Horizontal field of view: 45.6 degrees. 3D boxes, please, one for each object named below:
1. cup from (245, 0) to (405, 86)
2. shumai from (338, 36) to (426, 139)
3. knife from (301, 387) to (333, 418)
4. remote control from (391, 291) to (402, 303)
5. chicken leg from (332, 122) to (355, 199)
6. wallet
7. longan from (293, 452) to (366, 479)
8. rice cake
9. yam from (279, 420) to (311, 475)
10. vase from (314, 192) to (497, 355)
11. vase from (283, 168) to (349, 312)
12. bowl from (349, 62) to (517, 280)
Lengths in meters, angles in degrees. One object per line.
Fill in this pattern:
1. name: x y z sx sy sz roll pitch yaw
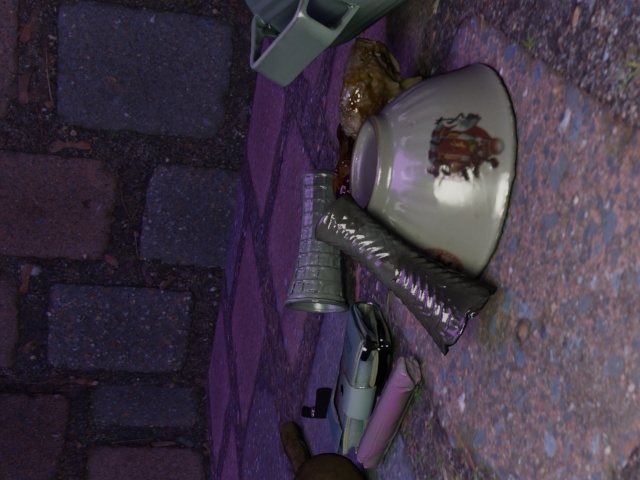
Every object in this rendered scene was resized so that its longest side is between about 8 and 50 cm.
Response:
1. cup: 0.038 -0.474 1.331 0.392 0.311 0.400 -163 72 -71
2. shumai: 0.108 -0.245 1.271 0.209 0.153 0.161 -71 -2 -65
3. knife: -0.002 0.382 1.780 0.245 0.019 0.072 143 134 -68
4. remote control: 0.093 0.009 1.198 0.029 0.087 0.190 -41 83 29
5. chicken leg: 0.079 -0.124 1.450 0.322 0.083 0.177 -136 51 -67
6. wallet: 0.071 0.258 1.419 0.176 0.075 0.250 -106 24 -68
7. longan: 0.016 0.480 1.385 0.167 0.168 0.187 110 155 -46
8. rice cake: 0.113 0.294 1.279 0.055 0.049 0.269 -119 35 -41
9. yam: -0.051 0.525 1.840 0.274 0.061 0.061 -131 47 -69
10. vase: 0.104 0.036 1.008 0.115 0.237 0.115 -48 -14 -16
11. vase: 0.000 0.000 1.656 0.143 0.143 0.298 140 135 -70
12. bowl: 0.134 -0.099 1.108 0.337 0.158 0.336 -175 90 -77
